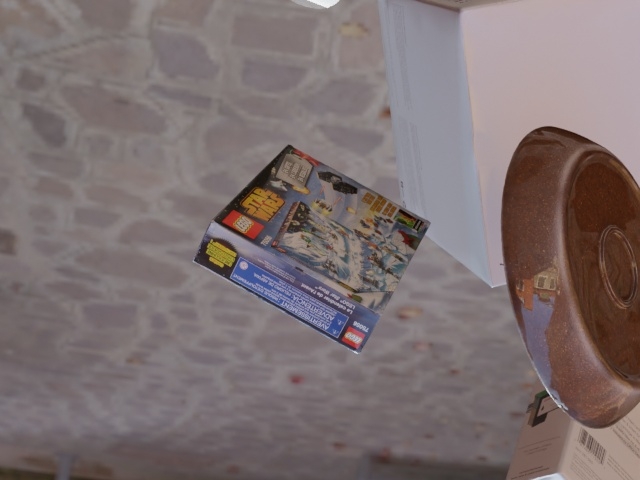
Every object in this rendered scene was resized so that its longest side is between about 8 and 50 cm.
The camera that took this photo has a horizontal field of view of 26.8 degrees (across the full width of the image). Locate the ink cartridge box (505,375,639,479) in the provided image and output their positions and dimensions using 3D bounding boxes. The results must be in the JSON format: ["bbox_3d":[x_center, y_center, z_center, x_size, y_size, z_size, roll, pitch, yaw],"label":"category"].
[{"bbox_3d":[0.327,0.254,1.634,0.093,0.219,0.160,-27,116,41],"label":"ink cartridge box"}]

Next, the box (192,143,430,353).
[{"bbox_3d":[0.000,0.000,0.700,0.094,0.027,0.137,30,-155,4],"label":"box"}]

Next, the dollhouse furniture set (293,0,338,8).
[{"bbox_3d":[0.115,-0.409,1.079,0.257,0.362,0.394,27,153,-14],"label":"dollhouse furniture set"}]

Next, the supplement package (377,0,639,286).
[{"bbox_3d":[0.146,-0.097,0.982,0.149,0.194,0.203,-12,-163,-11],"label":"supplement package"}]

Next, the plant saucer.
[{"bbox_3d":[0.151,0.017,0.729,0.029,0.168,0.168,-13,154,34],"label":"plant saucer"}]
